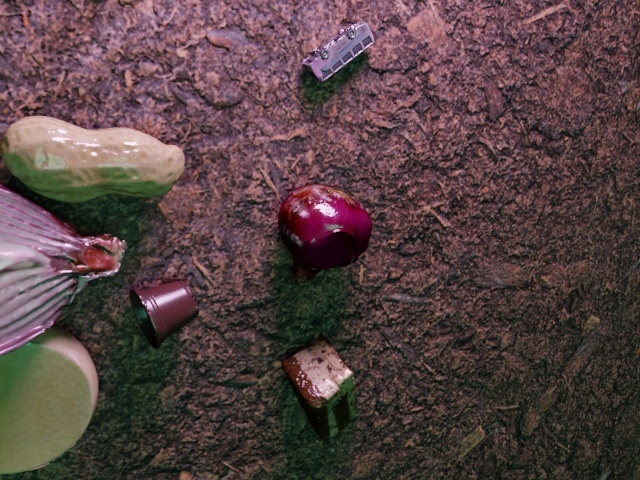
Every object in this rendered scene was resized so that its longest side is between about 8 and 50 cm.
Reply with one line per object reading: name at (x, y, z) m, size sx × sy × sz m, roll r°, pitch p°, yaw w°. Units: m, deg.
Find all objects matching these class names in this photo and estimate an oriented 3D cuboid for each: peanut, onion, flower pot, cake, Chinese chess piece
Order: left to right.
onion at (-0.471, 0.037, 0.850) m, size 0.349 × 0.159 × 0.267 m, roll 0°, pitch 94°, yaw -43°
Chinese chess piece at (-0.483, 0.243, 0.947) m, size 0.251 × 0.097 × 0.250 m, roll -8°, pitch 111°, yaw -22°
peanut at (-0.331, -0.112, 0.889) m, size 0.257 × 0.123 × 0.123 m, roll 5°, pitch 106°, yaw -31°
flower pot at (-0.258, 0.116, 1.014) m, size 0.089 × 0.111 × 0.111 m, roll -23°, pitch 117°, yaw -29°
onion at (0.006, 0.005, 1.080) m, size 0.173 × 0.135 × 0.198 m, roll 9°, pitch 106°, yaw -25°
cake at (0.026, 0.332, 1.206) m, size 0.112 × 0.135 × 0.246 m, roll -30°, pitch 118°, yaw -15°

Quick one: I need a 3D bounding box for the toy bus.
toy bus at (0.032, -0.325, 1.033) m, size 0.131 × 0.037 × 0.052 m, roll -40°, pitch 125°, yaw -10°
